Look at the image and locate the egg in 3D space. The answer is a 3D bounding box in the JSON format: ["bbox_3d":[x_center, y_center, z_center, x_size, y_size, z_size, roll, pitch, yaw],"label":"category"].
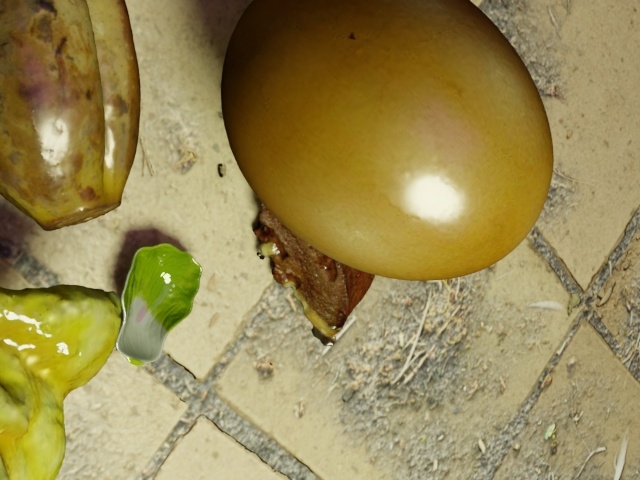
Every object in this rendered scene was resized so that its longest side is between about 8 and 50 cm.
[{"bbox_3d":[0.063,-0.115,0.832,0.351,0.282,0.282,39,72,3],"label":"egg"}]

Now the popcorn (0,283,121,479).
[{"bbox_3d":[-0.324,0.129,0.717,0.326,0.290,0.321,-17,109,-11],"label":"popcorn"}]

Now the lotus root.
[{"bbox_3d":[-0.256,-0.151,0.782,0.193,0.193,0.290,-13,103,-32],"label":"lotus root"}]

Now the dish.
[{"bbox_3d":[-0.191,0.069,0.938,0.091,0.039,0.137,24,84,-39],"label":"dish"}]

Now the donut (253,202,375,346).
[{"bbox_3d":[0.009,0.006,1.010,0.186,0.144,0.126,47,50,-1],"label":"donut"}]
